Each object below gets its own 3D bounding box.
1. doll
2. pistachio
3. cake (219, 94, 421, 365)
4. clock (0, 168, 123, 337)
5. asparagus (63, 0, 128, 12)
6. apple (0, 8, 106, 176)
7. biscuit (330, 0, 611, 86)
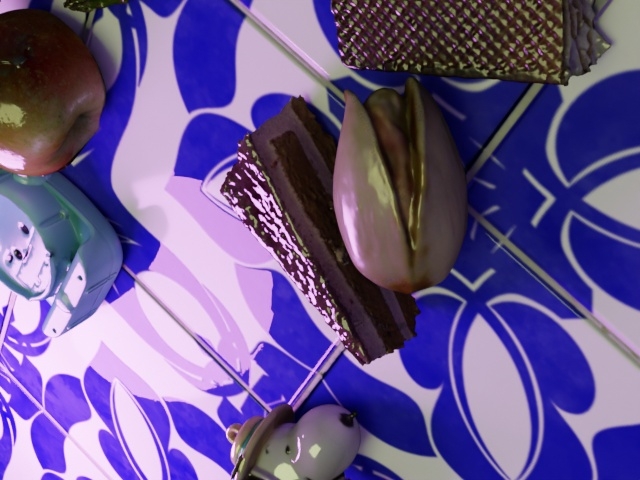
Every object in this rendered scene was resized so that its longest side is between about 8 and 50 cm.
[{"bbox_3d":[0.003,0.339,1.249,0.208,0.144,0.271,-23,96,36],"label":"doll"},{"bbox_3d":[0.077,-0.049,0.944,0.144,0.144,0.215,9,124,37],"label":"pistachio"},{"bbox_3d":[0.000,0.000,1.059,0.113,0.116,0.295,-32,91,50],"label":"cake"},{"bbox_3d":[-0.424,-0.006,1.426,0.274,0.094,0.223,44,135,8],"label":"clock"},{"bbox_3d":[-0.222,-0.293,1.123,0.248,0.024,0.025,-2,72,41],"label":"asparagus"},{"bbox_3d":[-0.378,-0.189,1.227,0.188,0.174,0.207,43,120,7],"label":"apple"},{"bbox_3d":[0.126,-0.203,0.852,0.252,0.070,0.106,12,124,34],"label":"biscuit"}]
